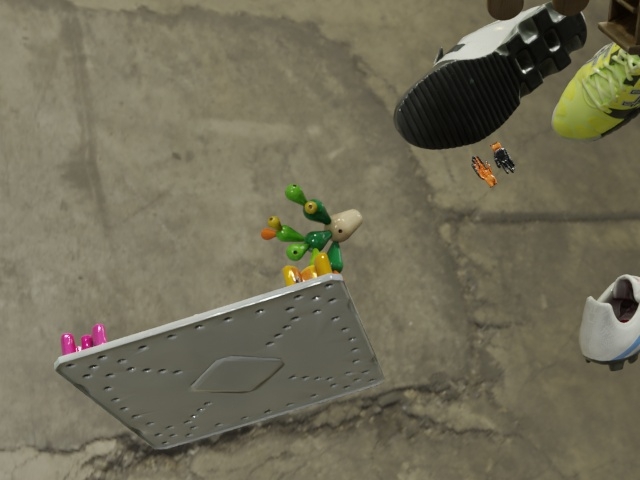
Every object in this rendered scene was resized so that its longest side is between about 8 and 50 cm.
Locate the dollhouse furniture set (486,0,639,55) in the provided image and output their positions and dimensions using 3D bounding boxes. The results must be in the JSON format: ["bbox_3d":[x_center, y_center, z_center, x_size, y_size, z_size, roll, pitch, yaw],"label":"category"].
[{"bbox_3d":[0.285,-0.311,1.127,0.242,0.161,0.212,-5,30,-3],"label":"dollhouse furniture set"}]

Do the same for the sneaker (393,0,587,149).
[{"bbox_3d":[0.222,-0.232,1.346,0.331,0.146,0.122,-33,110,-20],"label":"sneaker"}]

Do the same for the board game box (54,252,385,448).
[{"bbox_3d":[-0.124,0.175,1.350,0.390,0.390,0.050,-17,60,4],"label":"board game box"}]

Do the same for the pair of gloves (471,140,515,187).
[{"bbox_3d":[0.350,-0.154,1.889,0.083,0.010,0.074,-33,84,-15],"label":"pair of gloves"}]

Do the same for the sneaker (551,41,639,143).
[{"bbox_3d":[0.546,-0.315,1.643,0.147,0.385,0.145,-7,60,-49],"label":"sneaker"}]

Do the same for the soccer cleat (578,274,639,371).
[{"bbox_3d":[0.580,0.115,1.647,0.331,0.143,0.116,-20,23,-37],"label":"soccer cleat"}]

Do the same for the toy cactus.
[{"bbox_3d":[0.000,0.000,1.582,0.180,0.112,0.219,-31,98,-43],"label":"toy cactus"}]
